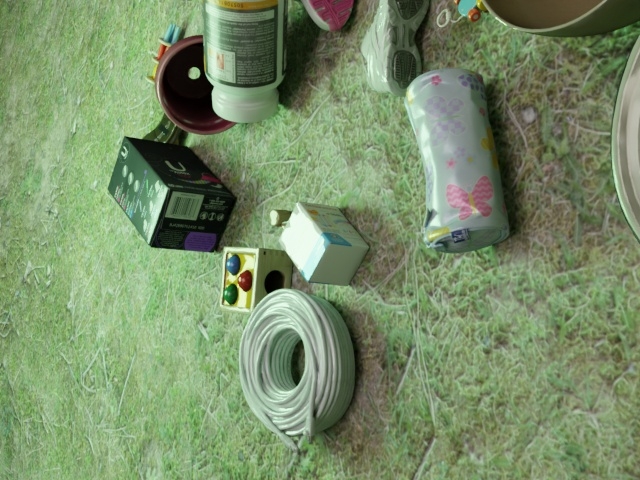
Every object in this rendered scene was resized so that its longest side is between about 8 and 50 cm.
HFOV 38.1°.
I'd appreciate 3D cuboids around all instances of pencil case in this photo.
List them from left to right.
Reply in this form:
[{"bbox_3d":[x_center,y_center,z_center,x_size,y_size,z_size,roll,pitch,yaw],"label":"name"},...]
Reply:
[{"bbox_3d":[0.199,-0.117,1.368,0.124,0.113,0.273,-15,70,28],"label":"pencil case"}]

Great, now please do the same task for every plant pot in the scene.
[{"bbox_3d":[-0.256,-0.341,1.953,0.180,0.201,0.201,-129,55,-62],"label":"plant pot"},{"bbox_3d":[0.354,-0.376,1.145,0.284,0.191,0.284,-11,75,51],"label":"plant pot"}]

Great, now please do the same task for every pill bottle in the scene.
[{"bbox_3d":[-0.143,-0.376,1.761,0.162,0.162,0.278,51,147,43],"label":"pill bottle"}]

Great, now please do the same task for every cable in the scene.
[{"bbox_3d":[-0.043,0.217,1.645,0.257,0.089,0.257,28,105,47],"label":"cable"}]

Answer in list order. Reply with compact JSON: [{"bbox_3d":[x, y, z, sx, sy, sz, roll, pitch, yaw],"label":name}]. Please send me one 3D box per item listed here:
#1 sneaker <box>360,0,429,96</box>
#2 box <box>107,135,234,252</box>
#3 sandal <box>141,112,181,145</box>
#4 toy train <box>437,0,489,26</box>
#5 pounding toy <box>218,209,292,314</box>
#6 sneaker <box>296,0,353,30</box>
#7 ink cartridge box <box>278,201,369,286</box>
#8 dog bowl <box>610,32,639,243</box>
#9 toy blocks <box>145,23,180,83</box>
[{"bbox_3d":[0.111,-0.355,1.548,0.115,0.090,0.232,7,89,56],"label":"sneaker"},{"bbox_3d":[-0.330,-0.103,2.016,0.270,0.165,0.143,44,119,46],"label":"box"},{"bbox_3d":[-0.360,-0.241,2.175,0.219,0.060,0.090,-55,50,12],"label":"sandal"},{"bbox_3d":[0.235,-0.408,1.430,0.125,0.046,0.166,4,85,54],"label":"toy train"},{"bbox_3d":[-0.110,0.040,1.764,0.181,0.094,0.206,1,86,53],"label":"pounding toy"},{"bbox_3d":[-0.015,-0.488,1.732,0.111,0.103,0.252,118,136,-62],"label":"sneaker"},{"bbox_3d":[0.000,0.000,1.628,0.143,0.092,0.090,53,125,42],"label":"ink cartridge box"},{"bbox_3d":[0.509,-0.118,0.936,0.408,0.150,0.408,-13,73,51],"label":"dog bowl"},{"bbox_3d":[-0.356,-0.430,2.196,0.123,0.054,0.148,46,120,47],"label":"toy blocks"}]
